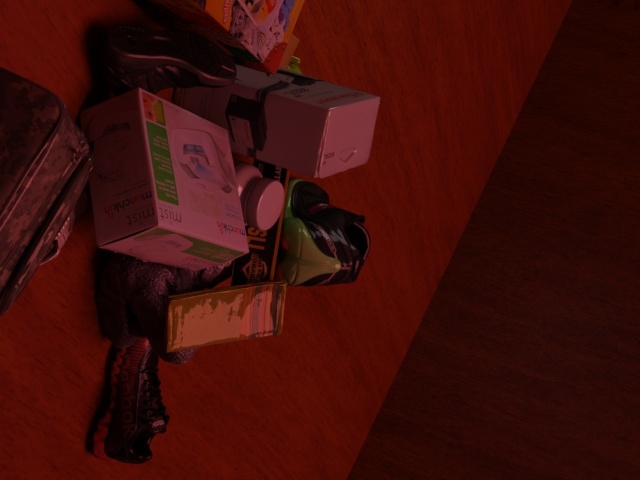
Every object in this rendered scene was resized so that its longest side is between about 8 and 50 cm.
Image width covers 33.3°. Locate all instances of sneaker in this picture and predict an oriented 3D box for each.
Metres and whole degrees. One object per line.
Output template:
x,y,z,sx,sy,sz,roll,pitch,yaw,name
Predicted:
-0.334,0.292,1.987,0.097,0.135,0.276,4,103,-65,sneaker
-0.252,-0.269,1.702,0.227,0.087,0.130,2,153,-33,sneaker
-0.418,-0.012,1.611,0.235,0.095,0.090,-45,145,-48,sneaker
0.000,0.000,2.292,0.483,0.202,0.185,-95,-162,-70,sneaker

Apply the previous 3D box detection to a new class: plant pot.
-0.106,-0.378,2.051,0.083,0.081,0.081,40,71,-55,plant pot

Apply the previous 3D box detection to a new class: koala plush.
-0.267,0.071,1.905,0.221,0.196,0.203,-43,134,-42,koala plush

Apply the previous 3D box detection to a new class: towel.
-0.161,0.131,1.849,0.237,0.021,0.102,-6,105,-37,towel

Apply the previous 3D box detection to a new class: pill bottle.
-0.180,-0.092,1.922,0.121,0.216,0.121,-45,145,-45,pill bottle

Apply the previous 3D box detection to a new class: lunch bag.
-0.438,-0.055,1.403,0.256,0.212,0.305,88,27,-69,lunch bag

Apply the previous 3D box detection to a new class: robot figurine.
-0.081,-0.330,2.154,0.115,0.067,0.101,-12,131,-64,robot figurine

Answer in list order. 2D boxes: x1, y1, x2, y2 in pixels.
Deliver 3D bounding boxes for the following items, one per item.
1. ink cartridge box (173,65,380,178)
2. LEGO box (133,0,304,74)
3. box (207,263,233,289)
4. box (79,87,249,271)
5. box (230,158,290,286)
-0.079,-0.228,1.927,0.223,0.307,0.129,-25,130,-60,ink cartridge box
-0.128,-0.573,1.693,0.500,0.193,0.372,-69,157,-4,LEGO box
-0.207,-0.026,2.120,0.087,0.058,0.232,-35,139,-55,box
-0.251,-0.088,1.729,0.262,0.127,0.231,22,53,-60,box
-0.121,-0.005,2.082,0.257,0.079,0.322,108,-9,-68,box
